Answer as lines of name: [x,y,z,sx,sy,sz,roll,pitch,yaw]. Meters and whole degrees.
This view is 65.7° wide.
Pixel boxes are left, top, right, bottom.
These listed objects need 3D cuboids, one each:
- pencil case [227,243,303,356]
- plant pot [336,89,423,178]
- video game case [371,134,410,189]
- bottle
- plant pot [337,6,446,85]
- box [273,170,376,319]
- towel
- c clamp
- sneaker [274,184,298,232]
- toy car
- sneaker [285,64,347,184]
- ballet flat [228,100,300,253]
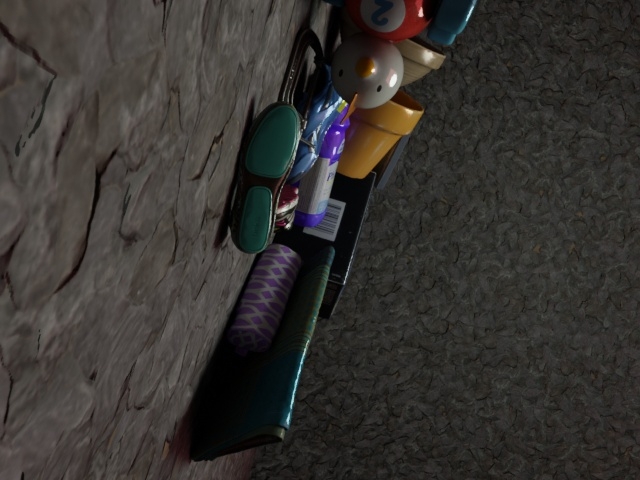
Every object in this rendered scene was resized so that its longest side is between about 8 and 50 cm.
pencil case: [-0.100,0.100,0.897,0.088,0.086,0.206,-39,-157,47]
plant pot: [0.085,-0.244,1.063,0.188,0.205,0.205,-61,-177,27]
video game case: [0.138,-0.287,1.241,0.274,0.026,0.196,-112,-144,-45]
bottle: [-0.005,-0.171,0.970,0.118,0.092,0.283,-64,170,-66]
plant pot: [0.128,-0.387,1.019,0.110,0.237,0.237,-61,-177,28]
box: [0.000,0.000,1.222,0.294,0.182,0.297,104,4,-66]
towel: [-0.092,0.202,0.897,0.271,0.040,0.370,-36,-155,42]
c clamp: [-0.024,-0.230,0.755,0.137,0.022,0.161,-1,108,-65]
sneaker: [-0.069,-0.043,0.782,0.170,0.063,0.075,-81,-179,-75]
toy car: [0.078,-0.282,0.731,0.210,0.219,0.238,-63,172,-74]
sneaker: [-0.028,-0.199,0.842,0.082,0.069,0.210,28,92,-43]
ballet flat: [-0.076,-0.079,0.613,0.070,0.070,0.189,-53,162,-82]
